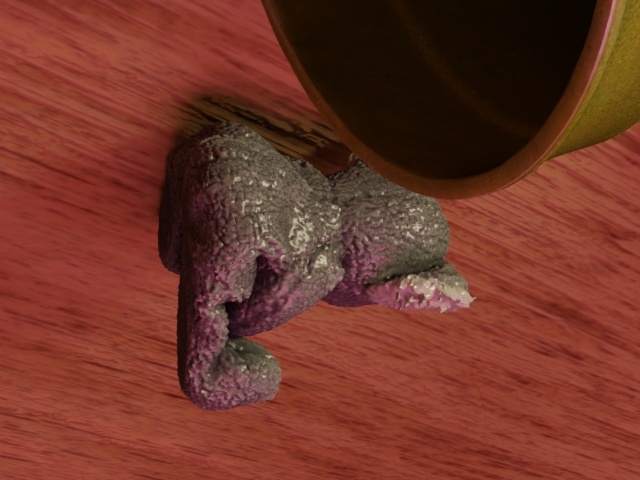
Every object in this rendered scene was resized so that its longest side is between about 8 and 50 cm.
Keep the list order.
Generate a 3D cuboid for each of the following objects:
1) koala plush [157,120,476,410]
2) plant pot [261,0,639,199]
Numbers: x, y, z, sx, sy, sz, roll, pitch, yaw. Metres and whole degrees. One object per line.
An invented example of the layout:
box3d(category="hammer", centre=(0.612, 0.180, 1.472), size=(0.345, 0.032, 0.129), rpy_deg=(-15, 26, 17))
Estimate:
box3d(category="koala plush", centre=(0.000, 0.000, 1.461), size=(0.221, 0.196, 0.203), rpy_deg=(-3, 141, -12))
box3d(category="plant pot", centre=(0.183, -0.235, 0.960), size=(0.353, 0.366, 0.366), rpy_deg=(-14, 155, -25))
